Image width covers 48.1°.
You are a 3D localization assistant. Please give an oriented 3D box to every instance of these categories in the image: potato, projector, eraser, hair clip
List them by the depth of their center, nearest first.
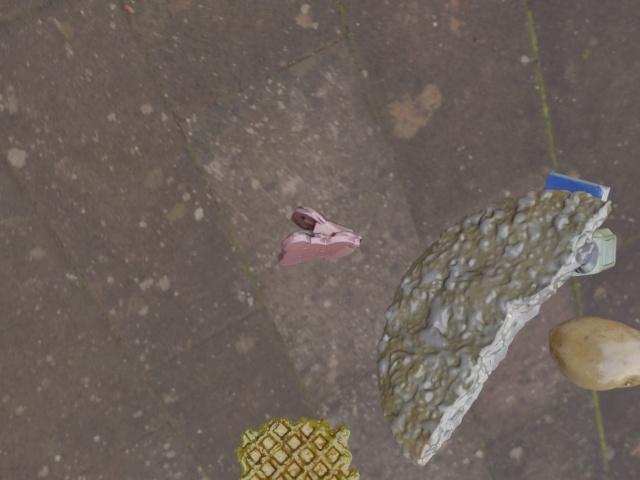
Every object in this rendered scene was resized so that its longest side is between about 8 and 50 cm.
[{"bbox_3d":[0.395,0.160,1.005,0.147,0.112,0.112,3,120,21],"label":"potato"},{"bbox_3d":[0.357,-0.055,1.013,0.027,0.084,0.063,-5,112,-50],"label":"eraser"},{"bbox_3d":[0.402,0.008,1.288,0.269,0.193,0.088,-2,100,-30],"label":"projector"},{"bbox_3d":[-0.003,0.010,1.322,0.138,0.123,0.102,27,62,-6],"label":"hair clip"}]

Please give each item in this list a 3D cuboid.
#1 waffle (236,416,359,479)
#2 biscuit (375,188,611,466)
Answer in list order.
[{"bbox_3d":[-0.042,0.452,1.370,0.243,0.238,0.059,2,146,0],"label":"waffle"},{"bbox_3d":[0.116,0.049,0.588,0.032,0.133,0.250,37,89,-40],"label":"biscuit"}]
